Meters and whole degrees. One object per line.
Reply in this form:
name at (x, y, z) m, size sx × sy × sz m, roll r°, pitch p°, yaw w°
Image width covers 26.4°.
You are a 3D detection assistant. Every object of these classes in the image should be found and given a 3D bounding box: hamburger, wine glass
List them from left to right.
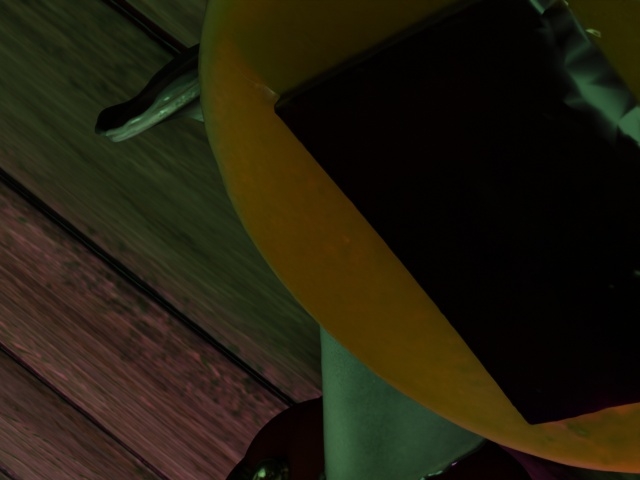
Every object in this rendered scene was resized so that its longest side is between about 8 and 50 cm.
wine glass at (0.000, 0.000, 0.697) m, size 0.156 × 0.156 × 0.232 m, roll -18°, pitch 113°, yaw 52°
hamburger at (0.096, -0.058, 0.501) m, size 0.300 × 0.176 × 0.300 m, roll 25°, pitch 142°, yaw 22°

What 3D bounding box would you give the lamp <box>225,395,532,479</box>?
lamp at (0.039, 0.199, 0.832) m, size 0.227 × 0.227 × 0.227 m, roll 25°, pitch 144°, yaw 20°
